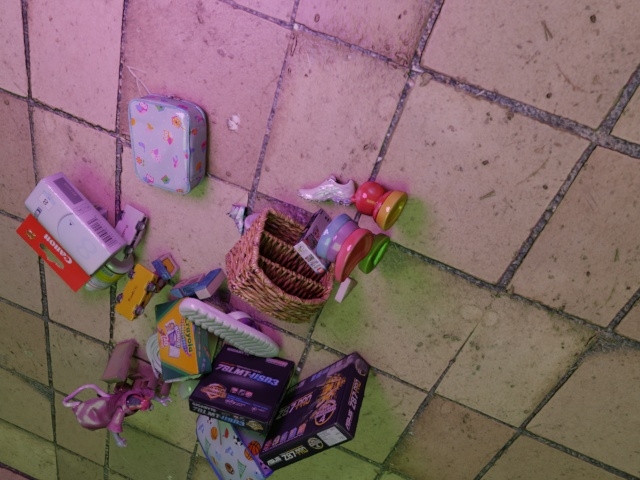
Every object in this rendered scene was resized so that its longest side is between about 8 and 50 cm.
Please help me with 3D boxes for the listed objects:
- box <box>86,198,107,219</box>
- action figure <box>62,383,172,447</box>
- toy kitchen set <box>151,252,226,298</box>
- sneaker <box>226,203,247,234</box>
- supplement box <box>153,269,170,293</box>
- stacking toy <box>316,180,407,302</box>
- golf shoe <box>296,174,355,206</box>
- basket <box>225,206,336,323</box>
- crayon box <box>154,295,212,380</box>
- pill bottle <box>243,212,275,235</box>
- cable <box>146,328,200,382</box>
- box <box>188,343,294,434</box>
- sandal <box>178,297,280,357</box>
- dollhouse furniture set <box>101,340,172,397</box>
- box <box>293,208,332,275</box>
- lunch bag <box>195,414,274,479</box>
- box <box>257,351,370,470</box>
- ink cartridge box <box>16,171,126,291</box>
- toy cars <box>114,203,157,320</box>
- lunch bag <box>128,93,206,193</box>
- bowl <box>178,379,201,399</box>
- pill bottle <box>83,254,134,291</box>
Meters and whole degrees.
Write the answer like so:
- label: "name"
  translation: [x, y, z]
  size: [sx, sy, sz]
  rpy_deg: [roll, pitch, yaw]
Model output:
- label: "box"
  translation: [-0.849, -0.030, 1.667]
  size: [0.103, 0.114, 0.203]
  rpy_deg: [27, 124, 4]
- label: "action figure"
  translation: [-0.791, 0.645, 1.871]
  size: [0.370, 0.248, 0.276]
  rpy_deg: [-26, 103, 34]
- label: "toy kitchen set"
  translation: [-0.472, 0.118, 1.626]
  size: [0.207, 0.122, 0.166]
  rpy_deg: [-17, 112, 25]
- label: "sneaker"
  translation: [-0.274, -0.071, 1.507]
  size: [0.069, 0.038, 0.098]
  rpy_deg: [14, 113, 12]
- label: "supplement box"
  translation: [-0.594, 0.148, 1.705]
  size: [0.043, 0.083, 0.055]
  rpy_deg: [2, 120, 16]
- label: "stacking toy"
  translation: [0.091, -0.005, 1.302]
  size: [0.130, 0.309, 0.280]
  rpy_deg: [33, 142, 20]
- label: "golf shoe"
  translation: [0.018, -0.149, 1.363]
  size: [0.176, 0.069, 0.086]
  rpy_deg: [7, 101, 11]
- label: "basket"
  translation: [-0.094, 0.085, 1.355]
  size: [0.299, 0.213, 0.223]
  rpy_deg: [30, 113, -32]
- label: "crayon box"
  translation: [-0.503, 0.356, 1.710]
  size: [0.165, 0.081, 0.279]
  rpy_deg: [-16, 76, 22]
- label: "pill bottle"
  translation: [-0.194, 0.019, 1.486]
  size: [0.112, 0.112, 0.187]
  rpy_deg: [17, 123, 8]
- label: "cable"
  translation: [-0.572, 0.454, 1.874]
  size: [0.257, 0.089, 0.257]
  rpy_deg: [-2, 117, 18]
- label: "box"
  translation: [-0.277, 0.526, 1.698]
  size: [0.295, 0.293, 0.073]
  rpy_deg: [13, 123, 11]
- label: "sandal"
  translation: [-0.303, 0.297, 1.676]
  size: [0.416, 0.102, 0.169]
  rpy_deg: [36, 141, -27]
- label: "dollhouse furniture set"
  translation: [-0.782, 0.564, 2.002]
  size: [0.212, 0.161, 0.242]
  rpy_deg: [-16, 135, 25]
- label: "box"
  translation: [0.000, 0.000, 1.356]
  size: [0.036, 0.207, 0.114]
  rpy_deg: [-33, 105, 30]
- label: "lunch bag"
  translation: [-0.323, 0.786, 1.892]
  size: [0.385, 0.239, 0.328]
  rpy_deg: [47, 126, 15]
- label: "box"
  translation: [-0.017, 0.600, 1.642]
  size: [0.097, 0.318, 0.395]
  rpy_deg: [46, 123, -10]
- label: "ink cartridge box"
  translation: [-0.873, 0.001, 1.570]
  size: [0.385, 0.091, 0.308]
  rpy_deg: [-34, 101, 30]
- label: "toy cars"
  translation: [-0.641, 0.075, 1.621]
  size: [0.176, 0.087, 0.394]
  rpy_deg: [-12, 86, 15]
- label: "lunch bag"
  translation: [-0.458, -0.294, 1.393]
  size: [0.224, 0.108, 0.279]
  rpy_deg: [17, 121, 14]
- label: "bowl"
  translation: [-0.504, 0.619, 1.920]
  size: [0.142, 0.053, 0.142]
  rpy_deg: [15, 143, -30]
- label: "pill bottle"
  translation: [-0.794, 0.108, 1.727]
  size: [0.215, 0.117, 0.117]
  rpy_deg: [-31, 106, 30]
